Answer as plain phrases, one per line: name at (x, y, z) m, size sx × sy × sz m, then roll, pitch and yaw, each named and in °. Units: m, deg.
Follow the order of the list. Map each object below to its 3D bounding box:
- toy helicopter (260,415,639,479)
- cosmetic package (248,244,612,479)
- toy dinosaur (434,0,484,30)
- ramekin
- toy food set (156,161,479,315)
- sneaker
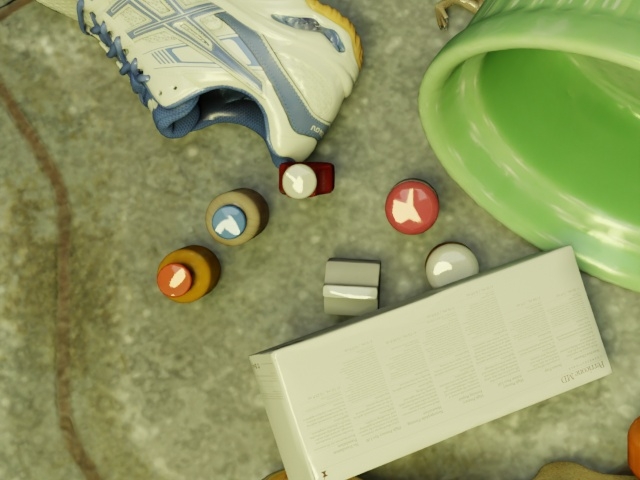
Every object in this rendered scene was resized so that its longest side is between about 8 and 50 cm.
toy helicopter at (0.110, 0.205, 1.032) m, size 0.355 × 0.235 × 0.140 m, roll 4°, pitch 110°, yaw 24°
cosmetic package at (0.078, 0.086, 1.090) m, size 0.239 × 0.060 × 0.099 m, roll -18°, pitch 89°, yaw -22°
toy dinosaur at (0.138, -0.199, 1.241) m, size 0.093 × 0.053 × 0.183 m, roll -16°, pitch 78°, yaw -17°
ramekin at (0.233, -0.095, 1.067) m, size 0.303 × 0.303 × 0.148 m, roll 24°, pitch 68°, yaw 12°
toy food set at (0.000, 0.000, 1.132) m, size 0.232 × 0.104 × 0.111 m, roll 4°, pitch 94°, yaw 4°
sneaker at (-0.121, -0.153, 1.208) m, size 0.296 × 0.112 × 0.131 m, roll 21°, pitch 75°, yaw 12°
